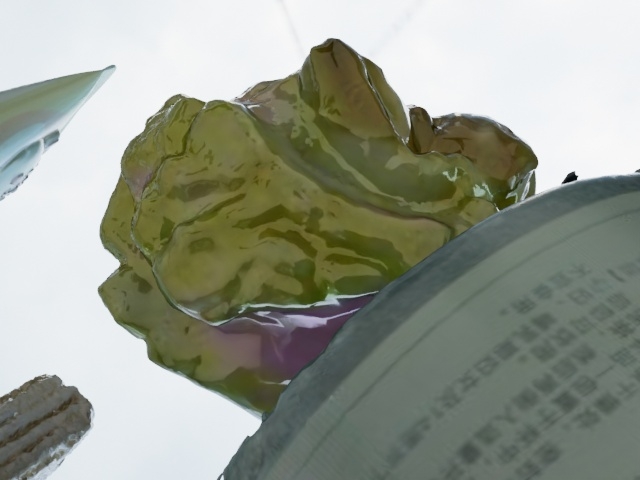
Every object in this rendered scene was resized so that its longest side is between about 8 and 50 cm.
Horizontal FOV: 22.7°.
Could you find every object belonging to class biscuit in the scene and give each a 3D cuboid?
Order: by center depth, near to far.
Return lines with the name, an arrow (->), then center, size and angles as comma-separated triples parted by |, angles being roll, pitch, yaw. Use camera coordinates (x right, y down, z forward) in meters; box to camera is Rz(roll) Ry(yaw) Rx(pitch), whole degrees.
biscuit -> -0.332, 0.221, 1.213 | 0.144, 0.078, 0.426 | -42, 176, 30

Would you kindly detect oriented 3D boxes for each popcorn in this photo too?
popcorn -> 0.000, 0.000, 0.538 | 0.145, 0.126, 0.126 | 11, -105, 16

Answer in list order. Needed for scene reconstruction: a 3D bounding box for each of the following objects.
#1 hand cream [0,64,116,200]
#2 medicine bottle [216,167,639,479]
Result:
hand cream -> -0.285, -0.047, 1.110 | 0.306, 0.093, 0.147 | -29, 173, -41
medicine bottle -> 0.133, 0.152, 0.415 | 0.245, 0.245, 0.290 | -38, -128, -15
